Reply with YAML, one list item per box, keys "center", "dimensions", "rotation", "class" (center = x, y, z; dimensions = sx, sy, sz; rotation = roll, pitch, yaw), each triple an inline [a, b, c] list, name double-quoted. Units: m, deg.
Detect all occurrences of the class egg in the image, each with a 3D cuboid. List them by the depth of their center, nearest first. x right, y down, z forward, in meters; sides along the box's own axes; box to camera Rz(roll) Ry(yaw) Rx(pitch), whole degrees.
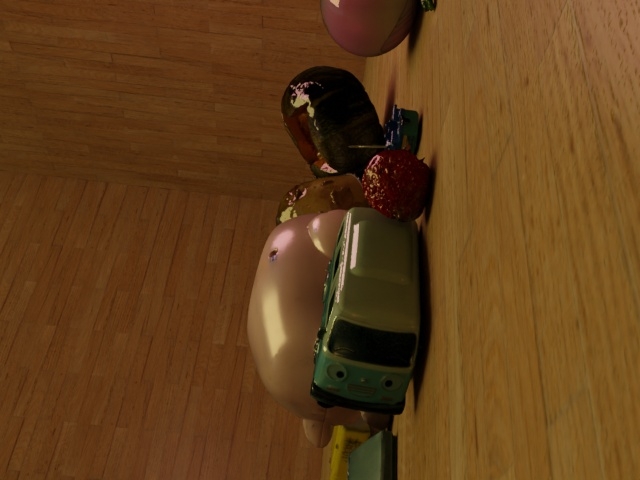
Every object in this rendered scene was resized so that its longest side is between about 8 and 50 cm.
- center: [0.096, -0.453, 1.339]
  dimensions: [0.271, 0.196, 0.196]
  rotation: [59, -144, -71]
  class: "egg"

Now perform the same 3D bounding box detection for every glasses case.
- center: [0.079, 0.407, 0.947]
  dimensions: [0.105, 0.056, 0.266]
  rotation: [-49, 25, 43]
  class: "glasses case"

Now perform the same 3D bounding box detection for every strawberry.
- center: [0.107, -0.074, 0.945]
  dimensions: [0.106, 0.106, 0.106]
  rotation: [-174, 90, -90]
  class: "strawberry"

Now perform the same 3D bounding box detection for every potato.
- center: [0.000, 0.000, 1.623]
  dimensions: [0.246, 0.196, 0.300]
  rotation: [-151, 52, -64]
  class: "potato"

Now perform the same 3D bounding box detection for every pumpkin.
- center: [0.031, -0.290, 1.744]
  dimensions: [0.320, 0.192, 0.320]
  rotation: [52, 163, 24]
  class: "pumpkin"

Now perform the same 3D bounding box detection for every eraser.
- center: [0.063, 0.379, 1.404]
  dimensions: [0.158, 0.069, 0.226]
  rotation: [-81, -3, -49]
  class: "eraser"

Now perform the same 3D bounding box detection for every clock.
- center: [-0.002, 0.138, 1.232]
  dimensions: [0.377, 0.250, 0.368]
  rotation: [-84, 2, -54]
  class: "clock"

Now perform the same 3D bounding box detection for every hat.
- center: [0.095, 0.284, 1.078]
  dimensions: [0.087, 0.042, 0.058]
  rotation: [61, -170, -16]
  class: "hat"

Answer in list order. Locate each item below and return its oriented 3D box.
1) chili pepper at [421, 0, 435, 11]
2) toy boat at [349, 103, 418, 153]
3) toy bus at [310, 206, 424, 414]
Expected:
- center: [0.172, -0.405, 1.110]
  dimensions: [0.034, 0.030, 0.091]
  rotation: [-28, 53, 58]
  class: "chili pepper"
- center: [0.104, -0.160, 1.172]
  dimensions: [0.175, 0.110, 0.091]
  rotation: [93, -177, -66]
  class: "toy boat"
- center: [0.068, 0.081, 0.934]
  dimensions: [0.271, 0.133, 0.165]
  rotation: [-81, 2, -54]
  class: "toy bus"
